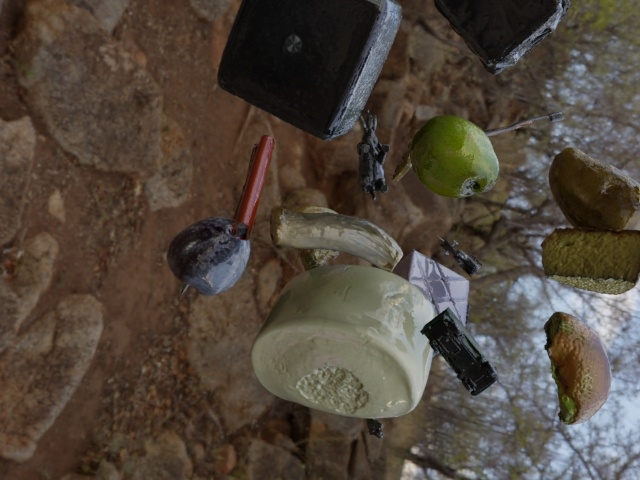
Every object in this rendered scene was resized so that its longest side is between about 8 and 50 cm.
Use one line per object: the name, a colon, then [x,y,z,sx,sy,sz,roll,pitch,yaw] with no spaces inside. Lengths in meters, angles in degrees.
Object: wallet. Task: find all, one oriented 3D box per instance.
wallet: [-0.146,-0.111,1.428,0.142,0.045,0.204,125,-21,-74]

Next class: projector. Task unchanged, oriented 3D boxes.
projector: [-0.031,-0.533,1.843,0.405,0.395,0.242,-66,169,20]

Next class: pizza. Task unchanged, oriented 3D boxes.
pizza: [0.000,0.000,1.953,0.058,0.292,0.197,16,-99,49]

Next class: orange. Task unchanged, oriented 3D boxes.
orange: [0.769,0.378,2.023,0.262,0.196,0.334,73,3,-76]

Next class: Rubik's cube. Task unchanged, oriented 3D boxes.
Rubik's cube: [0.301,0.205,2.059,0.224,0.231,0.221,-49,-163,45]

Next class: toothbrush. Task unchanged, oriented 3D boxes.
toothbrush: [0.659,-0.380,2.181,0.023,0.321,0.031,102,-30,-58]

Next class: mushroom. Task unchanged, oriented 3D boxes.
mushroom: [0.038,-0.008,1.682,0.095,0.351,0.122,109,-5,-64]

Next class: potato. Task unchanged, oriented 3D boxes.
potato: [0.783,-0.110,1.860,0.176,0.369,0.195,-3,140,-52]

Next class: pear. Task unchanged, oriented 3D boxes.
pear: [0.314,-0.188,1.561,0.187,0.219,0.187,-31,155,-16]

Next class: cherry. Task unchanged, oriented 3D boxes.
cherry: [-0.354,0.054,2.114,0.296,0.255,0.218,-42,-136,12]

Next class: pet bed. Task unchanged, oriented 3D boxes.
pet bed: [0.325,-0.430,1.218,0.183,0.211,0.159,-42,172,24]

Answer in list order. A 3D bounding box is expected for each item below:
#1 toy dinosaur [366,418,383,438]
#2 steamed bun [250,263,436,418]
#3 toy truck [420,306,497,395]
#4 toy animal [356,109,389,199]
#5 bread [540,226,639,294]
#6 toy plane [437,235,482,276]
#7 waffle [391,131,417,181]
toy dinosaur: [0.140,0.536,2.008,0.187,0.087,0.178,-81,-177,-59]
steamed bun: [0.069,0.232,1.750,0.371,0.456,0.289,-65,157,-54]
toy truck: [0.247,0.198,1.180,0.065,0.147,0.079,-41,171,13]
toy animal: [0.144,-0.247,1.880,0.137,0.082,0.269,172,-84,-83]
bread: [0.628,0.050,1.481,0.260,0.134,0.129,1,-110,54]
toy plane: [0.424,0.048,2.019,0.053,0.078,0.197,-49,-140,11]
waffle: [0.230,-0.221,1.794,0.152,0.023,0.097,124,-16,-75]
